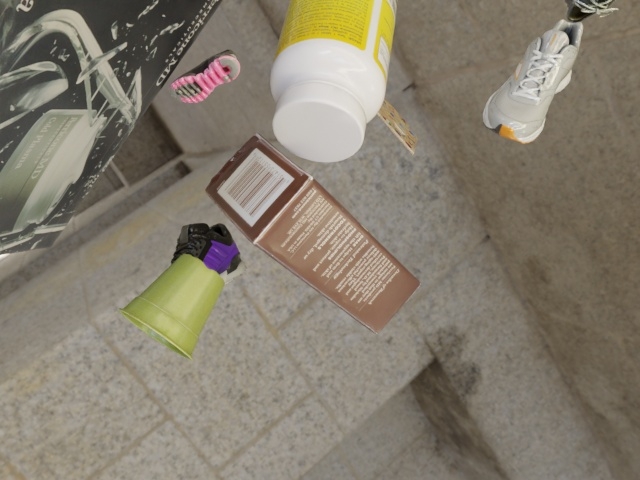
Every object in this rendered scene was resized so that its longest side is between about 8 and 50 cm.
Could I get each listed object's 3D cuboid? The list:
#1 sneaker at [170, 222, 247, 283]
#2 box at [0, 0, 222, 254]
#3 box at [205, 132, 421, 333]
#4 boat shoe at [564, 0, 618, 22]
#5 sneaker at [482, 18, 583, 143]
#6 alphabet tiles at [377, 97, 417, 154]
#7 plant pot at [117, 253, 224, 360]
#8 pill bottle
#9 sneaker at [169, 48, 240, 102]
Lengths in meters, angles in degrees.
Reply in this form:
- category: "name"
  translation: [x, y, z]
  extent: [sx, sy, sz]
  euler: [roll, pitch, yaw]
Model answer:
- category: "sneaker"
  translation: [-0.261, 0.044, 1.212]
  extent: [0.102, 0.293, 0.146]
  euler: [-7, 106, 23]
- category: "box"
  translation: [-0.376, -0.240, 0.625]
  extent: [0.297, 0.480, 0.472]
  euler: [36, -175, -2]
- category: "box"
  translation: [0.000, 0.000, 1.057]
  extent: [0.191, 0.143, 0.381]
  euler: [42, 180, 44]
- category: "boat shoe"
  translation: [0.583, -0.517, 1.281]
  extent: [0.254, 0.095, 0.079]
  euler: [-100, 15, -79]
- category: "sneaker"
  translation: [0.338, -0.262, 0.952]
  extent: [0.099, 0.262, 0.121]
  euler: [26, 144, 15]
- category: "alphabet tiles"
  translation: [0.175, -0.314, 1.521]
  extent: [0.198, 0.009, 0.237]
  euler: [47, -159, -7]
- category: "plant pot"
  translation: [-0.133, 0.058, 0.573]
  extent: [0.083, 0.079, 0.083]
  euler: [30, 160, 12]
- category: "pill bottle"
  translation: [0.021, -0.302, 0.996]
  extent: [0.187, 0.334, 0.188]
  euler: [8, 149, 5]
- category: "sneaker"
  translation: [-0.173, -0.251, 0.911]
  extent: [0.057, 0.119, 0.047]
  euler: [-97, -20, -44]
